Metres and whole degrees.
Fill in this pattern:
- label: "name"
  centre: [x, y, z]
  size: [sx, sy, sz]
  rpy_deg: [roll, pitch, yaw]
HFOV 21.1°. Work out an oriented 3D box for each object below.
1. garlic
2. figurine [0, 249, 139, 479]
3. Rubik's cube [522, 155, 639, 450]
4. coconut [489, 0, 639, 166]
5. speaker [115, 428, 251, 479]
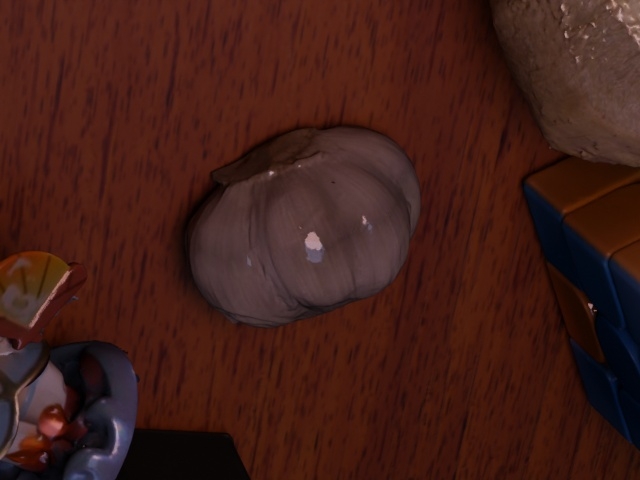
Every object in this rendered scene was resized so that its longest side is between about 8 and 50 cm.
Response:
- label: "garlic"
  centre: [0.000, 0.000, 1.554]
  size: [0.229, 0.143, 0.178]
  rpy_deg: [-34, 118, -12]
- label: "figurine"
  centre: [-0.362, 0.080, 1.433]
  size: [0.388, 0.248, 0.277]
  rpy_deg: [27, 100, -36]
- label: "Rubik's cube"
  centre: [0.403, 0.049, 1.621]
  size: [0.291, 0.292, 0.290]
  rpy_deg: [-26, 118, -7]
- label: "coconut"
  centre: [0.292, -0.204, 1.489]
  size: [0.297, 0.254, 0.297]
  rpy_deg: [1, 81, -9]
- label: "speaker"
  centre: [-0.164, 0.311, 1.628]
  size: [0.192, 0.153, 0.231]
  rpy_deg: [5, 111, -20]
